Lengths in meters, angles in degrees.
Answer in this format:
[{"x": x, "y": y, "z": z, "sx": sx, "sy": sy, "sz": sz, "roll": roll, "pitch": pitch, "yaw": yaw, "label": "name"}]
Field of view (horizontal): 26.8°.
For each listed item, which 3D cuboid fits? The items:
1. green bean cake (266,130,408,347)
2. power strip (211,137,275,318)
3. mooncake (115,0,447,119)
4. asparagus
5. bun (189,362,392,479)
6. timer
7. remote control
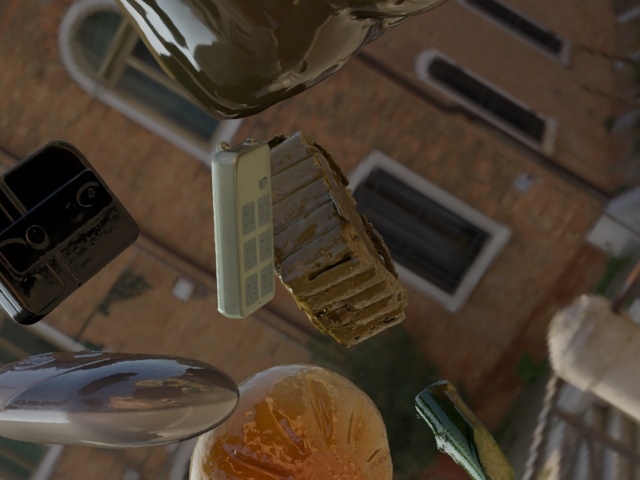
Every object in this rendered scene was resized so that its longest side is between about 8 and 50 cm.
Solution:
[{"x": 0.000, "y": 0.000, "z": 1.693, "sx": 0.131, "sy": 0.230, "sz": 0.224, "roll": -30, "pitch": -36, "yaw": 8, "label": "green bean cake"}, {"x": -0.037, "y": -0.006, "z": 0.659, "sx": 0.040, "sy": 0.016, "sz": 0.090, "roll": -34, "pitch": -55, "yaw": -64, "label": "power strip"}, {"x": 0.019, "y": -0.304, "z": 1.199, "sx": 0.467, "sy": 0.262, "sz": 0.467, "roll": -32, "pitch": 9, "yaw": 6, "label": "mooncake"}, {"x": 0.132, "y": 0.180, "z": 1.167, "sx": 0.178, "sy": 0.045, "sz": 0.041, "roll": -130, "pitch": 29, "yaw": -58, "label": "asparagus"}, {"x": -0.018, "y": 0.317, "z": 1.784, "sx": 0.299, "sy": 0.299, "sz": 0.165, "roll": -59, "pitch": 27, "yaw": -12, "label": "bun"}, {"x": -0.285, "y": -0.015, "z": 1.402, "sx": 0.055, "sy": 0.144, "sz": 0.187, "roll": -31, "pitch": 10, "yaw": 44, "label": "timer"}, {"x": -0.240, "y": 0.174, "z": 1.473, "sx": 0.221, "sy": 0.332, "sz": 0.104, "roll": -4, "pitch": -88, "yaw": -52, "label": "remote control"}]
